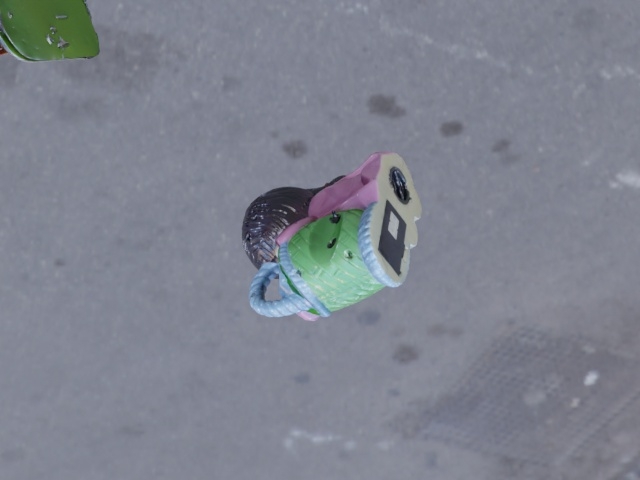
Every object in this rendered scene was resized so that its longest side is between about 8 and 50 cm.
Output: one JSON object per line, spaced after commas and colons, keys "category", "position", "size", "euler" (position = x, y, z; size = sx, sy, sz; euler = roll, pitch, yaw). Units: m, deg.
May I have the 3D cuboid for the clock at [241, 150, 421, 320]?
{"category": "clock", "position": [0.000, 0.000, 1.281], "size": [0.195, 0.194, 0.100], "euler": [-17, 127, 29]}

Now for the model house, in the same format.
{"category": "model house", "position": [-0.487, -0.386, 1.764], "size": [0.154, 0.294, 0.207], "euler": [-18, -178, 32]}
